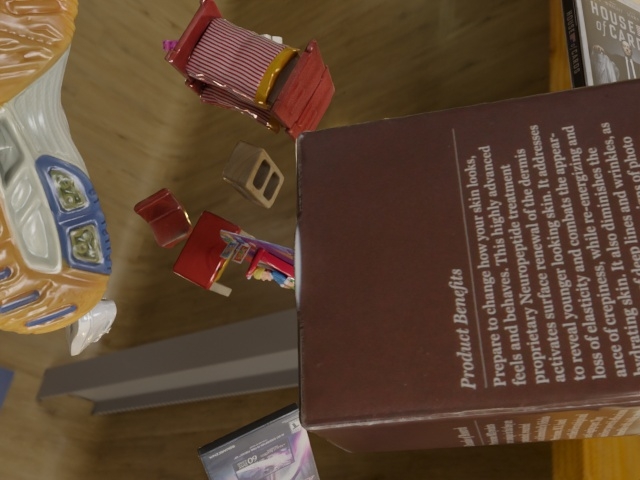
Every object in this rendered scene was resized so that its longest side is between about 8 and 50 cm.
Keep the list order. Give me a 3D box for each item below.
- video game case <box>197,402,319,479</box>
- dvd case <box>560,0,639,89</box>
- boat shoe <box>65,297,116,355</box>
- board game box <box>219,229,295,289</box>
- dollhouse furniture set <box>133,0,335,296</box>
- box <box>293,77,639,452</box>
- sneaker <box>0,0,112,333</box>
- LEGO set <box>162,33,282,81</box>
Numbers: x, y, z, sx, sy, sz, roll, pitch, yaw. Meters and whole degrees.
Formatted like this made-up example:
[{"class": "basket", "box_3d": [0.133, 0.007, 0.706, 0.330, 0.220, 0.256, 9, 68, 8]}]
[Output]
[{"class": "video game case", "box_3d": [-0.104, 0.446, 1.310, 0.196, 0.274, 0.026, -22, -146, -15]}, {"class": "dvd case", "box_3d": [0.395, -0.226, 0.909, 0.029, 0.179, 0.239, -33, -131, 55]}, {"class": "boat shoe", "box_3d": [-0.333, 0.120, 1.003, 0.184, 0.063, 0.066, -48, -126, 56]}, {"class": "board game box", "box_3d": [-0.054, 0.043, 0.849, 0.168, 0.133, 0.033, 15, -111, 37]}, {"class": "dollhouse furniture set", "box_3d": [-0.154, -0.135, 1.011, 0.201, 0.152, 0.374, 25, -97, 18]}, {"class": "box", "box_3d": [0.182, 0.017, 0.421, 0.381, 0.143, 0.191, -6, -115, 11]}, {"class": "sneaker", "box_3d": [-0.207, -0.094, 0.417, 0.131, 0.111, 0.297, 17, -67, 56]}, {"class": "LEGO set", "box_3d": [-0.190, -0.324, 1.255, 0.227, 0.093, 0.087, 1, -82, 19]}]
